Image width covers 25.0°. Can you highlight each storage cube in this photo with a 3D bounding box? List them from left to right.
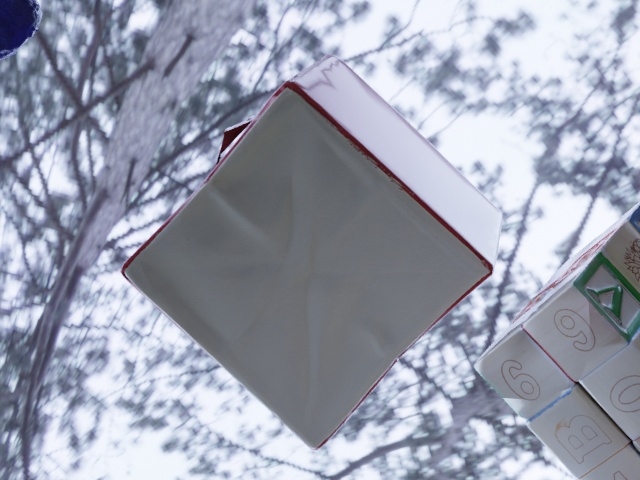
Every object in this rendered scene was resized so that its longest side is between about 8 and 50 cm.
[{"bbox_3d":[0.000,0.000,1.038,0.215,0.193,0.184,43,-75,-3],"label":"storage cube"}]

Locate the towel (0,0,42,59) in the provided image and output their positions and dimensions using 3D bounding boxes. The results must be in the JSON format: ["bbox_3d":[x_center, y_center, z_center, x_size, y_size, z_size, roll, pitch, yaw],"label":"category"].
[{"bbox_3d":[-0.326,-0.207,0.868,0.227,0.076,0.308,-30,-50,-10],"label":"towel"}]

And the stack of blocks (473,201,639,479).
[{"bbox_3d":[0.226,0.136,0.786,0.297,0.087,0.171,48,-142,3],"label":"stack of blocks"}]
